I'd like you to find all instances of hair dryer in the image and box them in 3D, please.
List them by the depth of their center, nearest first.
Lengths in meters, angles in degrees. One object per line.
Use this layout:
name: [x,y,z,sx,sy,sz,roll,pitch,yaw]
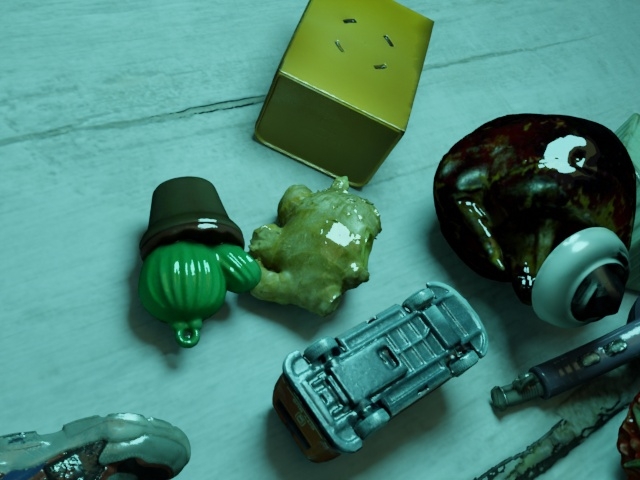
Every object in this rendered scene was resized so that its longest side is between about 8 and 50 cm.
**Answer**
hair dryer: [0.387,0.138,0.986,0.361,0.301,0.121,-24,68,-10]

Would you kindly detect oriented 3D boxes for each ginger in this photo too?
ginger: [0.000,0.000,0.964,0.157,0.102,0.216,11,53,17]

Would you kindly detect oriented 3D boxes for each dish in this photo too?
dish: [0.339,0.063,0.927,0.141,0.141,0.078,-3,30,-28]

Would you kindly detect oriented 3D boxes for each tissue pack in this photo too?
tissue pack: [0.035,-0.244,1.130,0.194,0.145,0.275,26,49,-9]

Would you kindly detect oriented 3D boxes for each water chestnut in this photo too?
water chestnut: [0.295,-0.043,1.048,0.289,0.289,0.244,40,87,6]

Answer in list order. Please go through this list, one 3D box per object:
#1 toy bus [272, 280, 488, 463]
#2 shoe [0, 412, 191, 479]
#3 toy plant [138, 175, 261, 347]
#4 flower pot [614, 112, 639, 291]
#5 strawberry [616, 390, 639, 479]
toy bus: [0.070,0.149,0.876,0.265,0.120,0.121,-25,70,-36]
shoe: [-0.221,0.235,0.683,0.227,0.099,0.126,-5,51,-23]
toy plant: [-0.141,0.026,0.877,0.142,0.105,0.201,-4,68,-20]
flower pot: [0.506,-0.054,1.190,0.239,0.190,0.209,14,52,-18]
strawberry: [0.510,0.219,0.962,0.280,0.253,0.150,-2,50,-29]
